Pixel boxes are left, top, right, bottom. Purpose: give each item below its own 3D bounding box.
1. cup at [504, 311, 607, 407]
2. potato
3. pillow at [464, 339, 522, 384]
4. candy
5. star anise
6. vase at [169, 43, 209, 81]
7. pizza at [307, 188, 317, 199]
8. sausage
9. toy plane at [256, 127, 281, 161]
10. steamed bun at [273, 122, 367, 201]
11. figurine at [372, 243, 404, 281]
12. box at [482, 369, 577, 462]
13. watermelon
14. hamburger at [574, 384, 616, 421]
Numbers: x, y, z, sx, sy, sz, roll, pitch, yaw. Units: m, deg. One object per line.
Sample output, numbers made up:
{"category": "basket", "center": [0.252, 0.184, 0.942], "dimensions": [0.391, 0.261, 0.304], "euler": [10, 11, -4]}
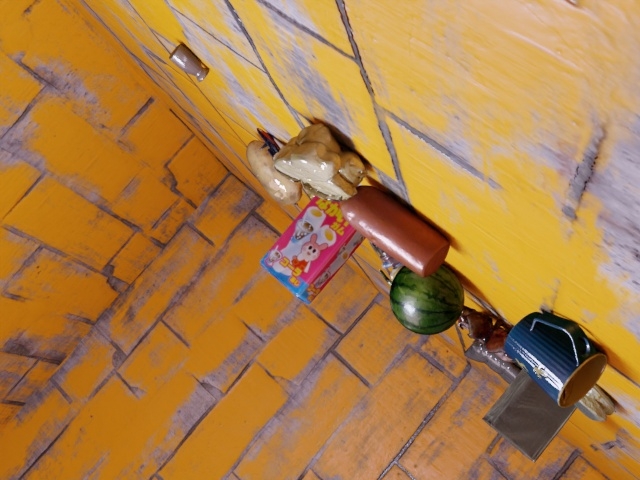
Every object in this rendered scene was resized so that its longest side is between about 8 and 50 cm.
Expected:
{"category": "cup", "center": [0.452, 0.211, 1.287], "dimensions": [0.155, 0.131, 0.177], "euler": [42, 148, 42]}
{"category": "potato", "center": [-0.137, -0.215, 2.086], "dimensions": [0.234, 0.128, 0.161], "euler": [43, 162, 27]}
{"category": "pillow", "center": [0.594, 0.400, 2.033], "dimensions": [0.326, 0.101, 0.228], "euler": [38, 174, 15]}
{"category": "candy", "center": [0.001, 0.001, 1.757], "dimensions": [0.157, 0.306, 0.100], "euler": [38, 177, 29]}
{"category": "star anise", "center": [0.446, 0.241, 1.756], "dimensions": [0.288, 0.088, 0.288], "euler": [34, -175, -4]}
{"category": "vase", "center": [-0.342, -0.463, 1.738], "dimensions": [0.100, 0.053, 0.053], "euler": [38, 177, -27]}
{"category": "pizza", "center": [-0.001, -0.132, 2.225], "dimensions": [0.099, 0.036, 0.160], "euler": [38, 175, 35]}
{"category": "sausage", "center": [0.152, -0.030, 1.429], "dimensions": [0.259, 0.114, 0.113], "euler": [38, 175, 20]}
{"category": "toy plane", "center": [-0.129, -0.256, 1.906], "dimensions": [0.189, 0.061, 0.130], "euler": [39, 176, 17]}
{"category": "steamed bun", "center": [0.008, -0.166, 1.375], "dimensions": [0.177, 0.106, 0.192], "euler": [28, 167, -17]}
{"category": "figurine", "center": [0.223, 0.068, 1.858], "dimensions": [0.196, 0.114, 0.108], "euler": [48, 177, 1]}
{"category": "box", "center": [0.581, 0.457, 1.815], "dimensions": [0.149, 0.231, 0.155], "euler": [40, 177, 9]}
{"category": "watermelon", "center": [0.257, 0.141, 1.679], "dimensions": [0.214, 0.188, 0.188], "euler": [14, 161, 32]}
{"category": "hamburger", "center": [0.648, 0.382, 1.611], "dimensions": [0.133, 0.062, 0.140], "euler": [44, 178, 10]}
